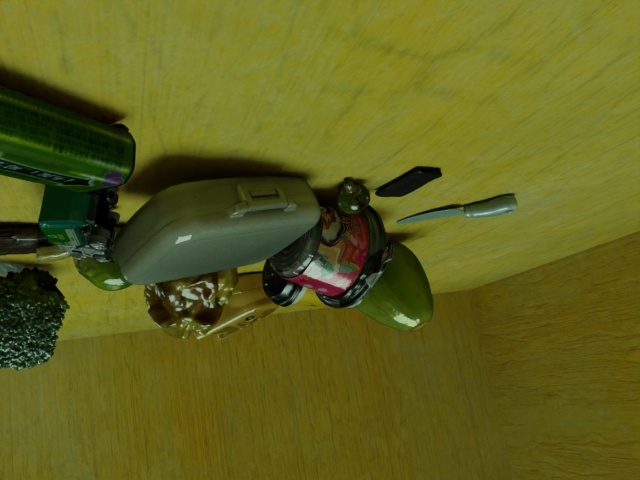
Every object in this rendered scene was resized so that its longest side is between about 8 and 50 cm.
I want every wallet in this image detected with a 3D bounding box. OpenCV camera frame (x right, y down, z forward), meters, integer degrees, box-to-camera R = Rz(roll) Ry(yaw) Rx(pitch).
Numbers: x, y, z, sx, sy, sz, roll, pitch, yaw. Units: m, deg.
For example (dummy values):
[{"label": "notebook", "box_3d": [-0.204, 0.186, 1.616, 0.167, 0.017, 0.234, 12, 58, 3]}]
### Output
[{"label": "wallet", "box_3d": [0.196, -0.127, 1.378, 0.082, 0.018, 0.157, -1, 165, -32]}, {"label": "wallet", "box_3d": [-0.629, 0.000, 1.283, 0.230, 0.042, 0.124, 0, 162, -44]}]

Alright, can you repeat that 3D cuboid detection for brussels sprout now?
[{"label": "brussels sprout", "box_3d": [-0.464, 0.041, 1.371, 0.155, 0.155, 0.117, -9, 169, -3]}]

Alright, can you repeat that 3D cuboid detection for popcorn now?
[{"label": "popcorn", "box_3d": [-0.330, 0.108, 1.523, 0.225, 0.265, 0.332, -7, -174, -31]}]

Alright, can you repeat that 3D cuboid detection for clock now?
[{"label": "clock", "box_3d": [-0.301, 0.226, 2.249, 0.317, 0.200, 0.244, -20, 168, 11]}]

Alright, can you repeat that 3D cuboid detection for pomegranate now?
[{"label": "pomegranate", "box_3d": [0.074, -0.096, 1.328, 0.073, 0.073, 0.084, -5, 149, -19]}]

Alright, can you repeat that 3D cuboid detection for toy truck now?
[{"label": "toy truck", "box_3d": [-0.434, -0.036, 1.131, 0.124, 0.114, 0.253, 8, 163, -15]}]

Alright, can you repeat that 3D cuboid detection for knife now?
[{"label": "knife", "box_3d": [0.370, -0.077, 1.703, 0.331, 0.044, 0.080, -9, 168, 12]}]

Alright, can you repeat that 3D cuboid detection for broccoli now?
[{"label": "broccoli", "box_3d": [-0.819, 0.201, 1.566, 0.338, 0.277, 0.317, 5, -177, -22]}]

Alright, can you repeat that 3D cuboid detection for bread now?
[{"label": "bread", "box_3d": [-0.562, 0.026, 1.308, 0.070, 0.035, 0.083, -14, 176, -18]}]

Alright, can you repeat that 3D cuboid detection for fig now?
[{"label": "fig", "box_3d": [0.221, 0.149, 1.964, 0.258, 0.326, 0.258, -40, 168, -10]}]

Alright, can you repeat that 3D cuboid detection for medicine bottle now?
[{"label": "medicine bottle", "box_3d": [-0.189, -0.024, 1.187, 0.375, 0.123, 0.282, -8, 162, -48]}]

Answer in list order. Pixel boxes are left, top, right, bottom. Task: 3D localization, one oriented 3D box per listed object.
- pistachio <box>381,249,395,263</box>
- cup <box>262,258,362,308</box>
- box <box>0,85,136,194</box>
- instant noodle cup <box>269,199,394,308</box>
[{"label": "pistachio", "box_3d": [0.104, 0.024, 1.668, 0.213, 0.163, 0.260, 22, -178, 22]}, {"label": "cup", "box_3d": [-0.014, 0.109, 1.779, 0.280, 0.196, 0.196, 15, 157, -29]}, {"label": "box", "box_3d": [-0.391, -0.135, 0.743, 0.134, 0.097, 0.345, -6, 170, 28]}, {"label": "instant noodle cup", "box_3d": [-0.003, 0.013, 1.403, 0.181, 0.258, 0.302, 18, 154, -36]}]
